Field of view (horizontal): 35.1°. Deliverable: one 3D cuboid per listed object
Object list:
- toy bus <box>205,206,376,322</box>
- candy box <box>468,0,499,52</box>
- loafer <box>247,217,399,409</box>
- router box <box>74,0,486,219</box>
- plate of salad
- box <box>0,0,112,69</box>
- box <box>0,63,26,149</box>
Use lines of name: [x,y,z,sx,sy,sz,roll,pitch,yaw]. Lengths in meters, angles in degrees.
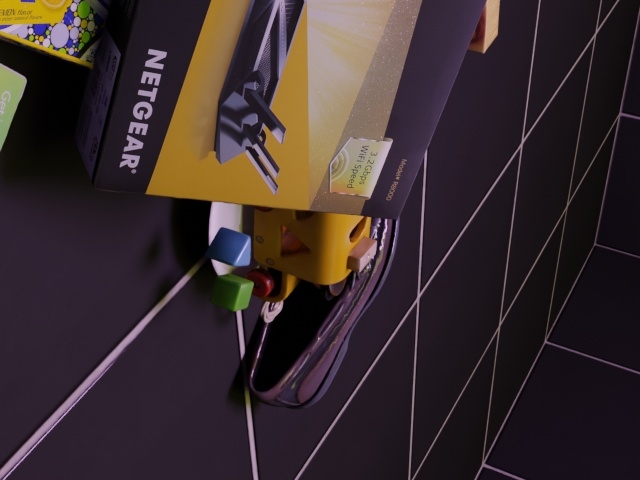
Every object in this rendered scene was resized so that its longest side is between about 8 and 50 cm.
toy bus: [-0.002,-0.007,0.930,0.190,0.104,0.202,-69,160,-5]
candy box: [0.154,-0.319,1.181,0.053,0.109,0.186,-52,150,-40]
loafer: [0.002,0.046,1.115,0.095,0.109,0.302,14,96,-64]
router box: [-0.012,-0.171,0.684,0.243,0.081,0.308,4,120,-28]
plate of salad: [-0.060,-0.056,0.959,0.200,0.048,0.199,-51,152,-42]
box: [-0.191,-0.148,0.578,0.169,0.054,0.059,7,100,-68]
box: [-0.285,-0.024,0.454,0.322,0.059,0.232,29,80,-66]
